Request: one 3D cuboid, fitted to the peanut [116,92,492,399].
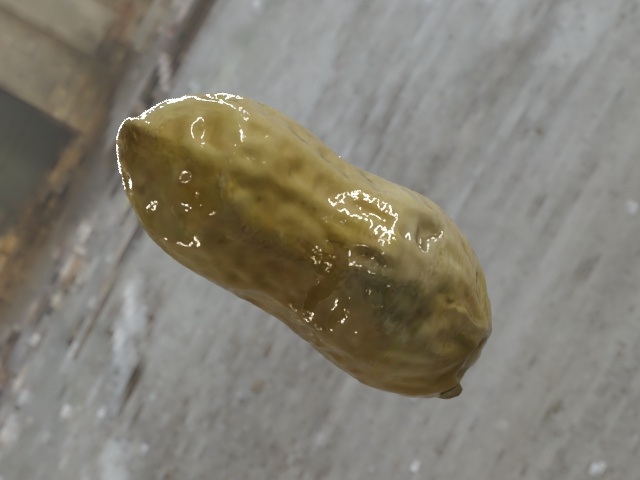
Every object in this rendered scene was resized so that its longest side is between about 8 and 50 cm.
[{"bbox_3d":[0.000,0.000,0.808,0.099,0.214,0.099,-47,21,24],"label":"peanut"}]
